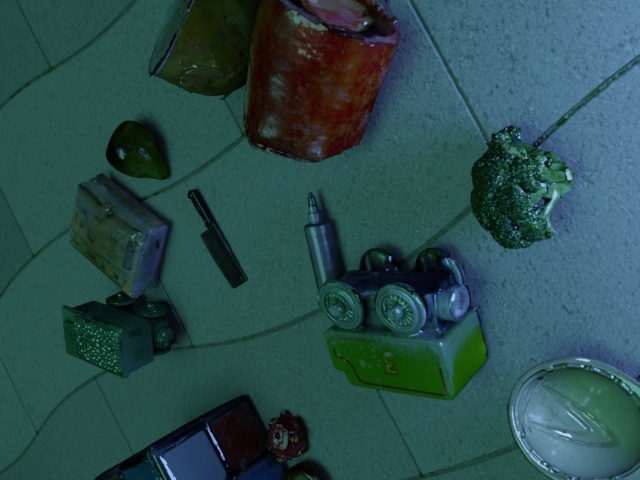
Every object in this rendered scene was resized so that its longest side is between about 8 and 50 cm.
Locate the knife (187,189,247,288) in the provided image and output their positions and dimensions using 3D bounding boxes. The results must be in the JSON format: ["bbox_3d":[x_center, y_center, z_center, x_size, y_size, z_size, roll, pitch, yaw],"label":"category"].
[{"bbox_3d":[-0.247,-0.002,1.870,0.072,0.019,0.245,-31,87,44],"label":"knife"}]

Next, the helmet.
[{"bbox_3d":[0.437,0.306,1.326,0.257,0.137,0.204,25,82,22],"label":"helmet"}]

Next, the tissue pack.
[{"bbox_3d":[-0.507,-0.011,2.018,0.256,0.123,0.215,38,129,25],"label":"tissue pack"}]

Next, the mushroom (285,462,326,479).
[{"bbox_3d":[-0.026,0.567,1.874,0.123,0.052,0.123,16,119,30],"label":"mushroom"}]

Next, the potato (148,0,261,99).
[{"bbox_3d":[-0.185,-0.418,1.554,0.300,0.196,0.246,-64,25,12],"label":"potato"}]

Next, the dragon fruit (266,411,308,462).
[{"bbox_3d":[-0.086,0.458,1.875,0.126,0.068,0.112,-36,82,41],"label":"dragon fruit"}]

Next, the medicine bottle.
[{"bbox_3d":[0.000,0.000,1.633,0.057,0.057,0.199,-3,105,41],"label":"medicine bottle"}]

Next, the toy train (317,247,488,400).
[{"bbox_3d":[0.145,0.151,1.500,0.307,0.173,0.249,1,116,40],"label":"toy train"}]

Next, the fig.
[{"bbox_3d":[-0.416,-0.200,1.894,0.156,0.123,0.123,29,134,-18],"label":"fig"}]

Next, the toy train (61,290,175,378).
[{"bbox_3d":[-0.497,0.223,2.043,0.266,0.202,0.145,13,113,36],"label":"toy train"}]

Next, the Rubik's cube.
[{"bbox_3d":[-0.290,0.598,1.935,0.318,0.316,0.313,-33,83,42],"label":"Rubik's cube"}]

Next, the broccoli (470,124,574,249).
[{"bbox_3d":[0.308,-0.083,1.285,0.195,0.156,0.195,158,90,-83],"label":"broccoli"}]

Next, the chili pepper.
[{"bbox_3d":[-0.005,-0.304,1.445,0.251,0.229,0.305,17,135,2],"label":"chili pepper"}]
